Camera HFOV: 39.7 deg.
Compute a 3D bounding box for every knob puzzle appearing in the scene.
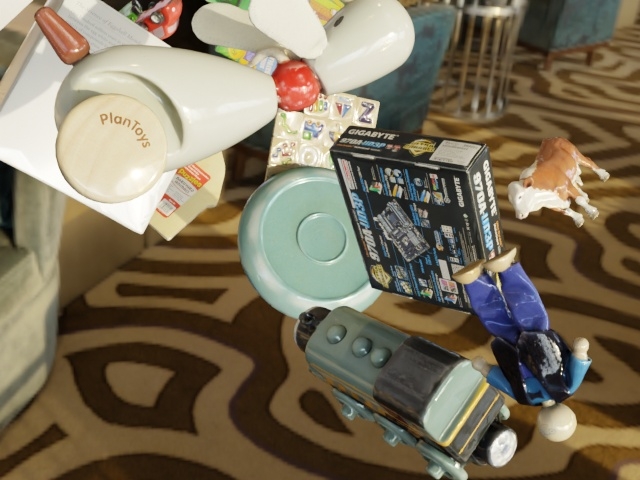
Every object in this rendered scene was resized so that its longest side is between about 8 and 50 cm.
[{"bbox_3d":[-0.237,-0.112,1.400,0.213,0.030,0.213,5,63,-10],"label":"knob puzzle"}]

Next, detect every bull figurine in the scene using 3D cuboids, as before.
[{"bbox_3d":[0.525,-0.126,1.964,0.188,0.101,0.310,39,44,-1],"label":"bull figurine"}]

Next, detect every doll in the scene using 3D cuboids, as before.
[{"bbox_3d":[0.195,0.106,0.857,0.129,0.189,0.046,-25,2,42],"label":"doll"}]

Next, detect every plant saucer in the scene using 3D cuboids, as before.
[{"bbox_3d":[0.000,0.000,1.709,0.317,0.317,0.044,-5,-14,-18],"label":"plant saucer"}]

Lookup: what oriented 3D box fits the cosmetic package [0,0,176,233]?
[{"bbox_3d":[-0.284,-0.164,1.126,0.224,0.224,0.138,31,-6,-28],"label":"cosmetic package"}]

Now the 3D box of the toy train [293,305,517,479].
[{"bbox_3d":[0.100,0.182,1.151,0.142,0.190,0.334,-51,40,-13],"label":"toy train"}]

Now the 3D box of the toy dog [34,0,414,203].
[{"bbox_3d":[-0.098,-0.157,0.742,0.334,0.161,0.220,-33,17,-34],"label":"toy dog"}]

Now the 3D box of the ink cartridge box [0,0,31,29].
[{"bbox_3d":[-0.372,-0.337,0.779,0.197,0.270,0.198,-41,55,4],"label":"ink cartridge box"}]

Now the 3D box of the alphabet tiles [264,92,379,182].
[{"bbox_3d":[0.019,-0.135,1.842,0.285,0.342,0.011,7,6,-28],"label":"alphabet tiles"}]

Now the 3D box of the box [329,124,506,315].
[{"bbox_3d":[0.117,-0.018,1.006,0.175,0.220,0.051,13,47,35],"label":"box"}]

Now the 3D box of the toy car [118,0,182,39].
[{"bbox_3d":[-0.318,-0.348,1.496,0.239,0.053,0.225,-36,29,12],"label":"toy car"}]

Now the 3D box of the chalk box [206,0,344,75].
[{"bbox_3d":[-0.075,-0.347,1.387,0.213,0.132,0.132,28,39,-15],"label":"chalk box"}]
